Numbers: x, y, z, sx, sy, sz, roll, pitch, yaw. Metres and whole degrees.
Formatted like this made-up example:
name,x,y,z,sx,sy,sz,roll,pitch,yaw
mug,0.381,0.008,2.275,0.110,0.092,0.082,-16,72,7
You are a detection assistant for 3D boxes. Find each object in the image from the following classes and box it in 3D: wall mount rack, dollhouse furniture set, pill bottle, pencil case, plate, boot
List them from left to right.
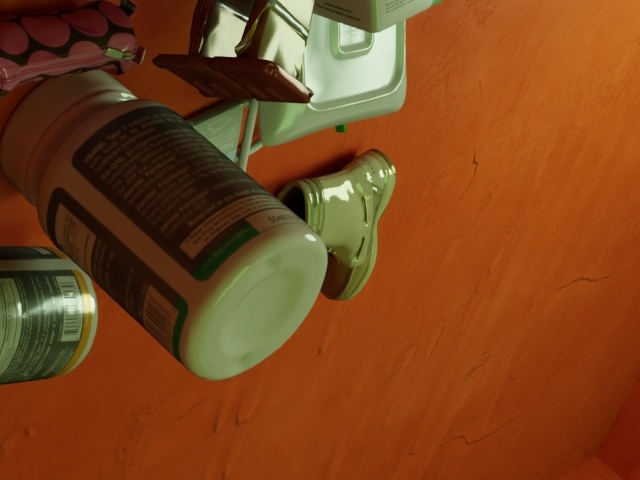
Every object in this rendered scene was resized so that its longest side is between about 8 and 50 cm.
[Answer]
name,x,y,z,sx,sy,sz,roll,pitch,yaw
pill bottle,-0.397,0.087,1.894,0.278,0.162,0.162,0,126,-56
pencil case,-0.289,-0.198,1.754,0.209,0.098,0.095,-21,142,-43
pill bottle,-0.182,-0.028,1.846,0.204,0.361,0.204,-36,151,-24
dollhouse furniture set,-0.129,-0.301,1.742,0.374,0.152,0.201,33,67,-58
wall mount rack,-0.145,-0.042,2.147,0.350,0.130,0.304,-29,147,-34
boot,0.000,0.000,2.466,0.203,0.095,0.262,-22,141,-44
plate,0.027,-0.272,2.079,0.277,0.045,0.278,-18,113,-46

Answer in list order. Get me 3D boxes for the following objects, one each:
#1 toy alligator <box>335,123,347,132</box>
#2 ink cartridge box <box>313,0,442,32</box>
name,x,y,z,sx,sy,sz,roll,pitch,yaw
toy alligator,0.016,-0.213,2.267,0.189,0.056,0.051,69,23,-60
ink cartridge box,0.085,-0.412,1.947,0.201,0.117,0.278,-30,130,-36
